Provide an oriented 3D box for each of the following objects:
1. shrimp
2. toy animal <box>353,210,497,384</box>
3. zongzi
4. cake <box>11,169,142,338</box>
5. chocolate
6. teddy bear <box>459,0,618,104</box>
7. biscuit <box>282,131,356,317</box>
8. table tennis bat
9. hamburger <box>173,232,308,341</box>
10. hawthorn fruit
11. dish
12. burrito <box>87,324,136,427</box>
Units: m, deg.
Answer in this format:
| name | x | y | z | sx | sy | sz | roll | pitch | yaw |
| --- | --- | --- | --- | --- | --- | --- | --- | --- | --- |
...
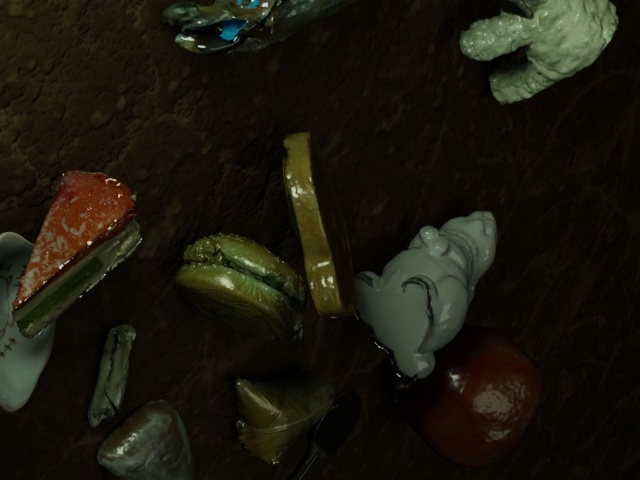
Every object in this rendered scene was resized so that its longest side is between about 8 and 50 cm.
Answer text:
| name | x | y | z | sx | sy | sz | roll | pitch | yaw |
| --- | --- | --- | --- | --- | --- | --- | --- | --- | --- |
| shrimp | -0.037 | -0.385 | 1.746 | 0.446 | 0.110 | 0.221 | -43 | 138 | -32 |
| toy animal | 0.222 | 0.083 | 2.390 | 0.357 | 0.194 | 0.257 | -30 | 127 | -50 |
| zongzi | -0.068 | 0.266 | 2.202 | 0.194 | 0.099 | 0.197 | -38 | 134 | -32 |
| cake | -0.298 | 0.022 | 1.602 | 0.086 | 0.117 | 0.220 | 83 | 16 | -54 |
| chocolate | -0.257 | 0.378 | 2.032 | 0.157 | 0.080 | 0.254 | -41 | 142 | -29 |
| teddy bear | 0.334 | -0.448 | 2.202 | 0.362 | 0.375 | 0.327 | 40 | 78 | -15 |
| biscuit | -0.002 | 0.000 | 1.969 | 0.343 | 0.057 | 0.287 | 68 | 13 | -55 |
| table tennis bat | 0.010 | 0.386 | 2.463 | 0.220 | 0.019 | 0.130 | -54 | 146 | -14 |
| hamburger | -0.114 | 0.062 | 1.900 | 0.122 | 0.189 | 0.215 | -63 | 147 | -16 |
| hawthorn fruit | 0.300 | 0.303 | 2.584 | 0.295 | 0.295 | 0.311 | -48 | 121 | -20 |
| dish | -0.412 | 0.100 | 1.573 | 0.229 | 0.081 | 0.229 | 4 | 90 | -76 |
| burrito | -0.306 | 0.200 | 1.869 | 0.051 | 0.042 | 0.171 | -16 | 124 | -52 |
